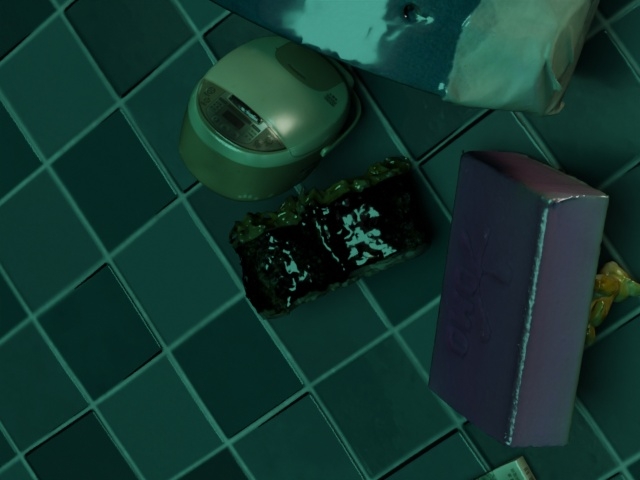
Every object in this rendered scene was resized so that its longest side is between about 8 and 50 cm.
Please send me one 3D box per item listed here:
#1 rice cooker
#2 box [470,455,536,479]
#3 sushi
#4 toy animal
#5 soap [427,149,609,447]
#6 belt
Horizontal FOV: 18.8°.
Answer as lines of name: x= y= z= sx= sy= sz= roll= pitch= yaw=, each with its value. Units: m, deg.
rice cooker: x=-0.054 y=-0.122 z=1.951 sx=0.145 sy=0.206 sz=0.127 roll=41 pitch=130 yaw=12
box: x=0.186 y=0.265 z=2.010 sx=0.083 sy=0.024 sz=0.054 roll=-30 pitch=88 yaw=27
sushi: x=0.000 y=0.000 z=1.976 sx=0.212 sy=0.147 sz=0.115 roll=-24 pitch=91 yaw=31
toy animal: x=0.281 y=0.061 z=1.896 sx=0.060 sy=0.083 sz=0.081 roll=-16 pitch=80 yaw=39
soap: x=0.188 y=0.056 z=1.887 sx=0.181 sy=0.081 sz=0.259 roll=-143 pitch=58 yaw=-61
belt: x=0.049 y=-0.260 z=1.812 sx=0.437 sy=0.300 sz=0.173 roll=22 pitch=109 yaw=19
